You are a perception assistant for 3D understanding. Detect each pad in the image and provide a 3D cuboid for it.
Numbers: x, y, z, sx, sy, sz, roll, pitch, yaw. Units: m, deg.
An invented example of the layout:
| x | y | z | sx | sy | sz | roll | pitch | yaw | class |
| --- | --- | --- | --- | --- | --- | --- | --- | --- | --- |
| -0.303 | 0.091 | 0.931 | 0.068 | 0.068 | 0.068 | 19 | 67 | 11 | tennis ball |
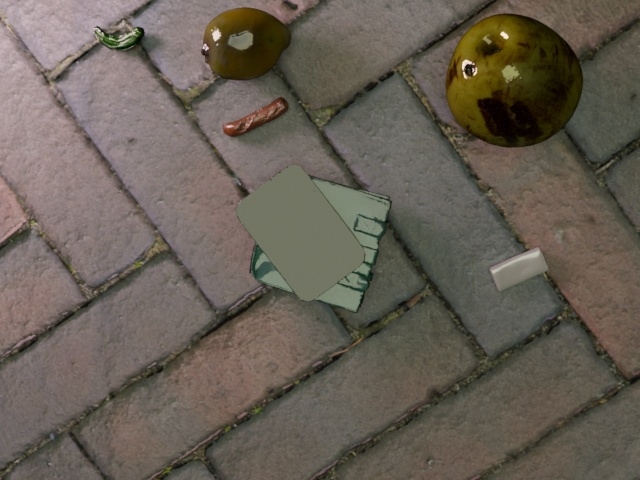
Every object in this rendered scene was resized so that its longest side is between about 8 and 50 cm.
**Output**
| x | y | z | sx | sy | sz | roll | pitch | yaw | class |
| --- | --- | --- | --- | --- | --- | --- | --- | --- | --- |
| -0.043 | -0.015 | 1.759 | 0.181 | 0.004 | 0.267 | -36 | 92 | 3 | pad |

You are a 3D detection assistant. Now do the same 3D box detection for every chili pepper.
| x | y | z | sx | sy | sz | roll | pitch | yaw | class |
| --- | --- | --- | --- | --- | --- | --- | --- | --- | --- |
| -0.444 | -0.444 | 1.803 | 0.117 | 0.035 | 0.056 | 3 | 84 | 11 | chili pepper |

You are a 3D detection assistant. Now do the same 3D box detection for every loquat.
| x | y | z | sx | sy | sz | roll | pitch | yaw | class |
| --- | --- | --- | --- | --- | --- | --- | --- | --- | --- |
| -0.159 | -0.421 | 1.745 | 0.195 | 0.152 | 0.152 | -14 | 96 | -5 | loquat |

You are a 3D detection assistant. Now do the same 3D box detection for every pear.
| x | y | z | sx | sy | sz | roll | pitch | yaw | class |
| --- | --- | --- | --- | --- | --- | --- | --- | --- | --- |
| 0.393 | -0.325 | 1.673 | 0.283 | 0.283 | 0.284 | 0 | 96 | 1 | pear |

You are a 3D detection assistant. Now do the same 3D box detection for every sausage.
| x | y | z | sx | sy | sz | roll | pitch | yaw | class |
| --- | --- | --- | --- | --- | --- | --- | --- | --- | --- |
| -0.144 | -0.270 | 1.813 | 0.157 | 0.042 | 0.036 | -24 | 133 | 6 | sausage |

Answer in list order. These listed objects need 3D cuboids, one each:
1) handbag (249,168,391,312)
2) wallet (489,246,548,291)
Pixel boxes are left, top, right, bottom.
| x | y | z | sx | sy | sz | roll | pitch | yaw | class |
| --- | --- | --- | --- | --- | --- | --- | --- | --- | --- |
| -0.002 | -0.001 | 1.812 | 0.274 | 0.100 | 0.269 | 13 | 93 | -1 | handbag |
| 0.447 | 0.064 | 1.841 | 0.122 | 0.025 | 0.061 | -24 | 94 | 3 | wallet |
